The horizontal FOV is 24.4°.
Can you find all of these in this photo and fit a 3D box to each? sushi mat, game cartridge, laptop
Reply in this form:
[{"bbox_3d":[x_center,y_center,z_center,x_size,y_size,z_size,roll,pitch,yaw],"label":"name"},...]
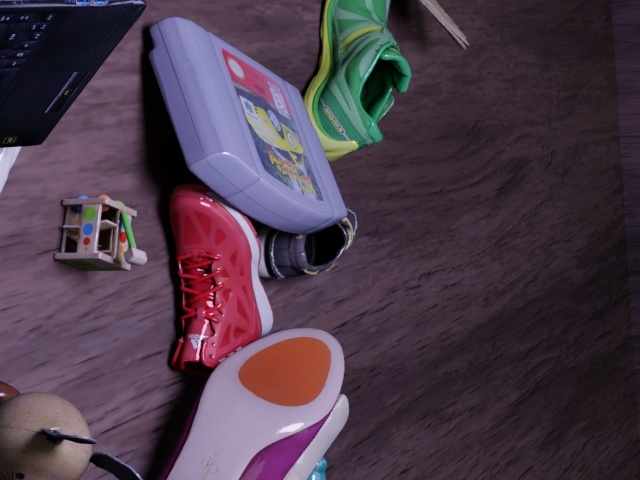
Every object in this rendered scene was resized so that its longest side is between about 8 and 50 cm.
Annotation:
[{"bbox_3d":[0.100,-0.363,1.965,0.151,0.019,0.316,55,12,29],"label":"sushi mat"},{"bbox_3d":[-0.069,-0.109,1.587,0.294,0.060,0.196,24,46,-61],"label":"game cartridge"},{"bbox_3d":[-0.266,-0.055,1.035,0.264,0.234,0.137,-7,72,-33],"label":"laptop"}]

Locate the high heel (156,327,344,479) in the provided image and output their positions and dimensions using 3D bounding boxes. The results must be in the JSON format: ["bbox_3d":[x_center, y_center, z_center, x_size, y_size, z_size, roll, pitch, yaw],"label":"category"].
[{"bbox_3d":[-0.098,0.243,1.508,0.377,0.127,0.181,-43,157,-43],"label":"high heel"}]

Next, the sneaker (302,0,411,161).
[{"bbox_3d":[0.060,-0.222,1.848,0.109,0.123,0.296,54,40,-49],"label":"sneaker"}]

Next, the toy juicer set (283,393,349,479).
[{"bbox_3d":[-0.042,0.353,1.674,0.209,0.089,0.329,-33,127,-45],"label":"toy juicer set"}]

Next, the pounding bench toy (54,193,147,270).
[{"bbox_3d":[-0.196,-0.009,1.378,0.052,0.083,0.065,28,64,-59],"label":"pounding bench toy"}]

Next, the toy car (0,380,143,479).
[{"bbox_3d":[-0.236,0.178,1.171,0.155,0.188,0.149,50,46,-51],"label":"toy car"}]

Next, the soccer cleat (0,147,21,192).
[{"bbox_3d":[-0.280,-0.085,1.244,0.196,0.068,0.076,-57,143,-38],"label":"soccer cleat"}]

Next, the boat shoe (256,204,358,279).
[{"bbox_3d":[0.000,0.000,1.780,0.227,0.068,0.081,-27,113,-61],"label":"boat shoe"}]

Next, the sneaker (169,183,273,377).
[{"bbox_3d":[-0.115,0.057,1.535,0.221,0.087,0.128,66,33,-35],"label":"sneaker"}]
